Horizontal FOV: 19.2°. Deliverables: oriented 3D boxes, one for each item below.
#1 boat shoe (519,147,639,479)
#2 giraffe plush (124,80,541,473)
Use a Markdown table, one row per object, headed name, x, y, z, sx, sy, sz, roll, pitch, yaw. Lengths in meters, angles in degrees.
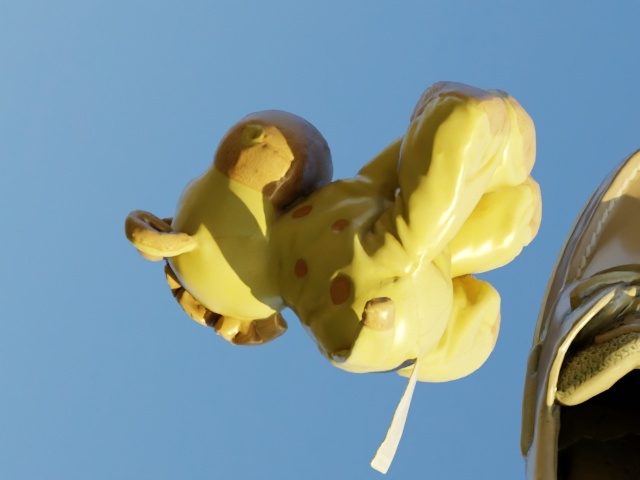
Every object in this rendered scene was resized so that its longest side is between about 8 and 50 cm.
| name | x | y | z | sx | sy | sz | roll | pitch | yaw |
| --- | --- | --- | --- | --- | --- | --- | --- | --- | --- |
| boat shoe | 0.118 | 0.059 | 0.639 | 0.109 | 0.098 | 0.302 | 8 | -134 | 11 |
| giraffe plush | 0.000 | 0.000 | 0.998 | 0.170 | 0.181 | 0.210 | 19 | -117 | 23 |
